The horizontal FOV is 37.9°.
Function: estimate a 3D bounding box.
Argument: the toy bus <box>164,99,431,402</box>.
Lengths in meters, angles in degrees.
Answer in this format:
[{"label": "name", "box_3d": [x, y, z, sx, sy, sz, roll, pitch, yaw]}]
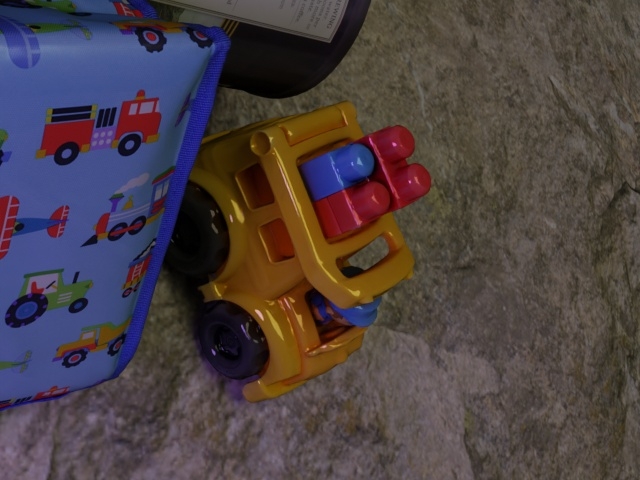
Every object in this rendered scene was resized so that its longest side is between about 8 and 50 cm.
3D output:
[{"label": "toy bus", "box_3d": [0.000, 0.000, 0.733, 0.149, 0.211, 0.220, -27, 98, -48]}]

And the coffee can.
[{"label": "coffee can", "box_3d": [-0.123, -0.222, 0.685, 0.275, 0.201, 0.202, 2, 76, -45]}]

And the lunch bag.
[{"label": "lunch bag", "box_3d": [-0.197, 0.006, 0.516, 0.221, 0.138, 0.293, -11, 126, -41]}]
